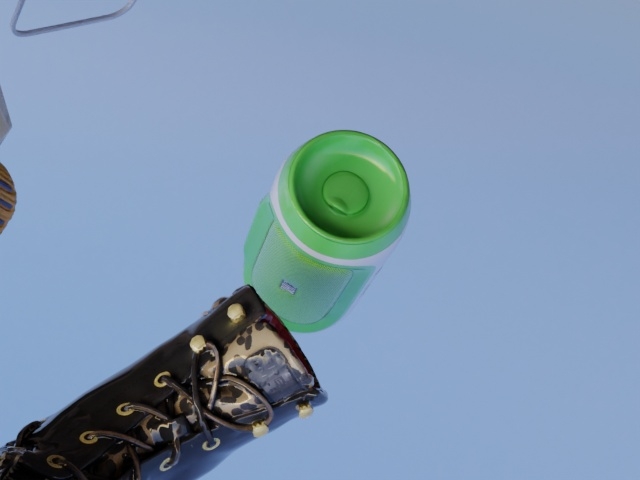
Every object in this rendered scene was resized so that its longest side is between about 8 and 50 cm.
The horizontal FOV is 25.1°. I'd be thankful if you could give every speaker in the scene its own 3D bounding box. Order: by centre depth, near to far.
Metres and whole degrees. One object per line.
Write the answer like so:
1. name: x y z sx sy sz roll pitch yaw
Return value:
1. speaker: 0.000 0.000 1.370 0.131 0.131 0.296 16 159 -4

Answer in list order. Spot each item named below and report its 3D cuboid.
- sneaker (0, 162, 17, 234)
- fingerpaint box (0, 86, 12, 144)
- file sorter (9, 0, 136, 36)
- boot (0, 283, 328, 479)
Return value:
1. sneaker: -0.449 0.015 1.498 0.131 0.296 0.112 38 168 41
2. fingerpaint box: -0.547 -0.204 1.269 0.445 0.371 0.163 -11 -161 3
3. file sorter: -0.336 -0.402 1.711 0.193 0.173 0.277 -20 -113 -38
4. boot: -0.141 0.163 1.152 0.138 0.284 0.377 56 180 2
